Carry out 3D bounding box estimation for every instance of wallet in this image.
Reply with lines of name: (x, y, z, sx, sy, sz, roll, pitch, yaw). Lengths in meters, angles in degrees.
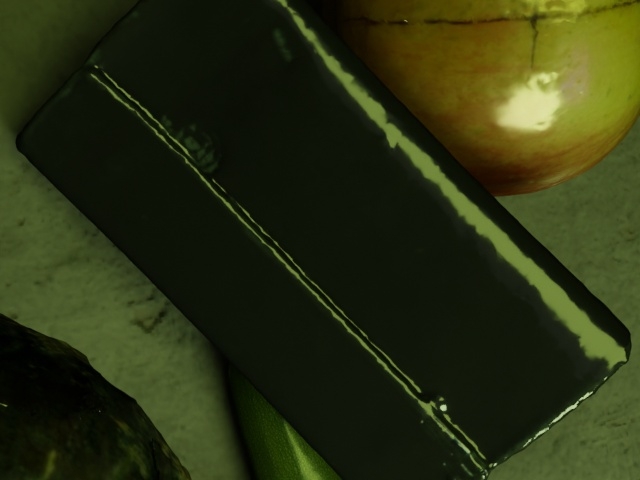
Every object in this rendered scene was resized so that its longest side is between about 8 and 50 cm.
wallet: (0.000, 0.000, 1.356, 0.228, 0.062, 0.406, -44, 92, 16)

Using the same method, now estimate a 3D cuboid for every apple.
apple: (0.120, -0.168, 1.434, 0.233, 0.286, 0.286, -8, 90, 0)

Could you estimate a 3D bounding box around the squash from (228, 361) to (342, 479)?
squash: (-0.010, 0.185, 1.445, 0.066, 0.066, 0.252, -24, 97, -29)

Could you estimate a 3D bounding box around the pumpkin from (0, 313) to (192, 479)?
pumpkin: (-0.267, 0.245, 1.134, 0.454, 0.344, 0.454, 6, 77, -28)
